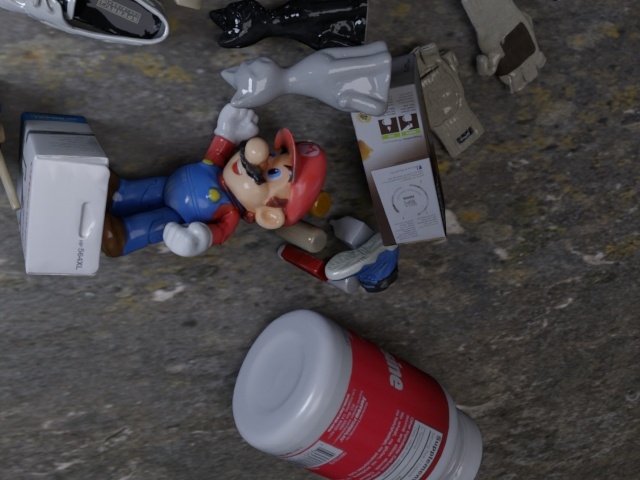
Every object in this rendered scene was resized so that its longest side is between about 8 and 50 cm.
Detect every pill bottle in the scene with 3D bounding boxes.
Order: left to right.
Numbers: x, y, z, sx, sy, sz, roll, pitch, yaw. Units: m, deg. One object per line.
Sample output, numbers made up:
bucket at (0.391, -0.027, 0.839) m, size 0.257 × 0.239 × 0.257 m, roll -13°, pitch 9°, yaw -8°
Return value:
pill bottle at (0.076, 0.293, 1.284) m, size 0.408 × 0.229 × 0.229 m, roll 33°, pitch 96°, yaw -32°

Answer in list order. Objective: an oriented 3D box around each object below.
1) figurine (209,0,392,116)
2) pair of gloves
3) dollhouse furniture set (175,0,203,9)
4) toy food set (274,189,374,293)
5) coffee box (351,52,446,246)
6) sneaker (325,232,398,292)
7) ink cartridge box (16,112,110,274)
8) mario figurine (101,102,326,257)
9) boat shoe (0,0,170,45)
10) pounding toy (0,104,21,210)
figurine at (-0.031, -0.243, 1.009) m, size 0.209 × 0.215 × 0.092 m, roll -4°, pitch 138°, yaw -11°
pair of gloves at (0.236, -0.274, 1.220) m, size 0.240 × 0.042 × 0.204 m, roll -47°, pitch 126°, yaw 5°
dollhouse furniture set at (-0.245, -0.363, 0.775) m, size 0.201 × 0.374 × 0.152 m, roll 5°, pitch 114°, yaw -28°
toy food set at (0.000, 0.000, 1.221) m, size 0.111 × 0.104 × 0.232 m, roll -59°, pitch 140°, yaw -7°
coffee box at (0.118, -0.132, 1.155) m, size 0.098 × 0.141 × 0.246 m, roll -9°, pitch 119°, yaw 13°
sneaker at (0.069, 0.051, 1.193) m, size 0.152 × 0.058 × 0.084 m, roll -30°, pitch 121°, yaw -43°
ink cartridge box at (-0.325, -0.063, 0.964) m, size 0.086 × 0.203 × 0.148 m, roll 2°, pitch 110°, yaw -25°
mario figurine at (-0.148, -0.086, 1.042) m, size 0.321 × 0.170 × 0.198 m, roll -14°, pitch 92°, yaw -8°
boat shoe at (-0.310, -0.297, 0.937) m, size 0.267 × 0.088 × 0.096 m, roll 19°, pitch 103°, yaw -30°
pounding toy at (-0.416, -0.120, 0.935) m, size 0.100 × 0.141 × 0.130 m, roll 0°, pitch 112°, yaw -25°
